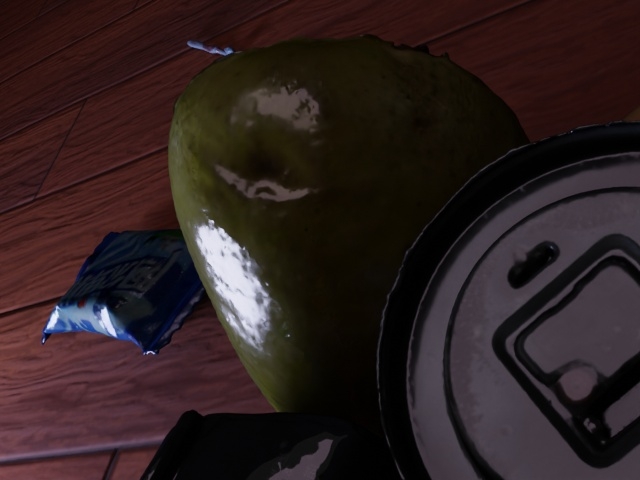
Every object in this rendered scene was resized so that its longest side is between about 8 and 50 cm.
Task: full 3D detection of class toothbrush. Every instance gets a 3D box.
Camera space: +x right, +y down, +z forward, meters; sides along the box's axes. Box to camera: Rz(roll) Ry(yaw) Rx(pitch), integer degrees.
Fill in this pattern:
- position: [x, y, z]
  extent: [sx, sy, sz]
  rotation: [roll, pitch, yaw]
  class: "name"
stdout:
- position: [-0.175, -0.308, 1.472]
  extent: [0.013, 0.019, 0.193]
  rotation: [-51, 33, -7]
  class: "toothbrush"

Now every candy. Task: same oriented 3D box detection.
- position: [-0.221, 0.055, 1.098]
  extent: [0.331, 0.077, 0.187]
  rotation: [1, 54, 50]
  class: "candy"

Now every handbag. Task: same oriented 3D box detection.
- position: [-0.095, 0.255, 0.669]
  extent: [0.275, 0.178, 0.301]
  rotation: [2, 56, 47]
  class: "handbag"

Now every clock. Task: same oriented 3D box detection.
- position: [0.185, 0.075, 0.577]
  extent: [0.313, 0.061, 0.312]
  rotation: [-12, 63, 25]
  class: "clock"

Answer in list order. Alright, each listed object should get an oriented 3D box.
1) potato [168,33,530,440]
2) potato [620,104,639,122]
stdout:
- position: [0.000, 0.000, 0.747]
  extent: [0.330, 0.280, 0.212]
  rotation: [-23, 38, 27]
  class: "potato"
- position: [0.255, -0.051, 0.688]
  extent: [0.147, 0.112, 0.112]
  rotation: [-43, 34, 14]
  class: "potato"
